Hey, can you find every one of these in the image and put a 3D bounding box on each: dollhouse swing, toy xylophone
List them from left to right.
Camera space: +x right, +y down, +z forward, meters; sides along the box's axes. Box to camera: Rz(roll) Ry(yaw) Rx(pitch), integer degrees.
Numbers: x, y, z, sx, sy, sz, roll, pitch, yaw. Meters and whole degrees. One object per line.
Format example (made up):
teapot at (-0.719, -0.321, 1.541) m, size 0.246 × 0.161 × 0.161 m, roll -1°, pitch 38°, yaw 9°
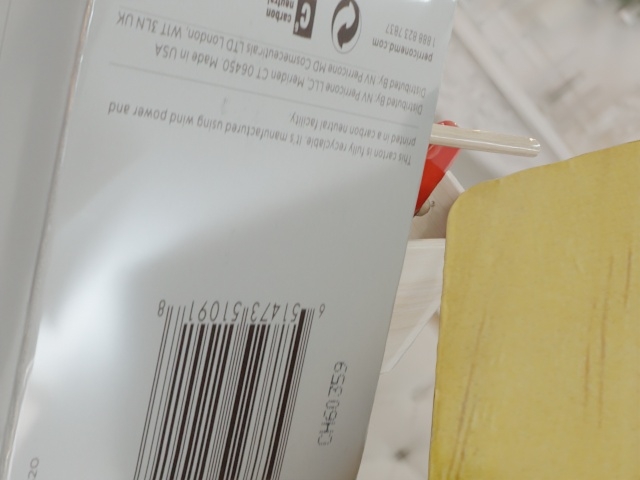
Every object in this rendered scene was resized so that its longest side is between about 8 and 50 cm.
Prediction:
toy xylophone at (0.000, 0.000, 1.014) m, size 0.081 × 0.236 × 0.323 m, roll 48°, pitch 21°, yaw 27°
dollhouse swing at (0.023, 0.178, 0.674) m, size 0.315 × 0.305 × 0.347 m, roll -81°, pitch 165°, yaw -56°

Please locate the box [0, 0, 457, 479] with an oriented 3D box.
box at (-0.066, -0.010, 0.500) m, size 0.119 × 0.182 × 0.181 m, roll 14°, pitch 5°, yaw 31°
